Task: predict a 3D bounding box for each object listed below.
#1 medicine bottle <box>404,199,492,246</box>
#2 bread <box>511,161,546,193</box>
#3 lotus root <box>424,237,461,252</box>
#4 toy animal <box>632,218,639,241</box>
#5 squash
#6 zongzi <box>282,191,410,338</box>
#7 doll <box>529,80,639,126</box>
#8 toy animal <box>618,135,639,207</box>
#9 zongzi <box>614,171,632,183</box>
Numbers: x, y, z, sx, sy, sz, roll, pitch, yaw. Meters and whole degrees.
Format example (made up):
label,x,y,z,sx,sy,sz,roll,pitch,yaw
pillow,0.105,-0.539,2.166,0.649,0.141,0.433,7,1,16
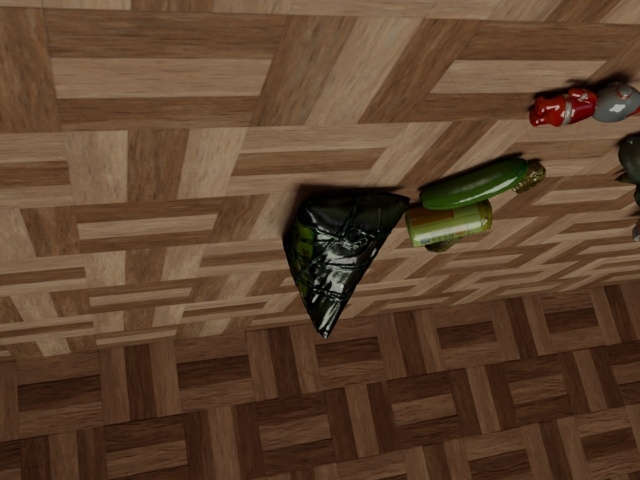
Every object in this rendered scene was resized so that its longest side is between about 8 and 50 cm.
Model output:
label,x,y,z,sx,sy,sz,roll,pitch,yaw
medicine bottle,0.362,-0.062,1.867,0.239,0.124,0.124,-15,162,10
bread,0.546,-0.168,1.745,0.066,0.060,0.110,23,154,-7
lotus root,0.382,-0.017,2.063,0.081,0.089,0.179,-36,174,-39
toy animal,1.229,-0.032,2.361,0.213,0.194,0.256,-6,166,12
squash,0.393,-0.137,1.708,0.293,0.082,0.082,-19,161,25
zongzi,0.000,0.000,1.784,0.319,0.362,0.383,3,120,-32
doll,0.565,-0.280,1.378,0.245,0.076,0.142,-8,164,5
toy animal,0.838,-0.141,1.680,0.127,0.251,0.125,-8,166,-8
zongzi,0.973,-0.197,1.893,0.187,0.084,0.184,-8,177,-25
